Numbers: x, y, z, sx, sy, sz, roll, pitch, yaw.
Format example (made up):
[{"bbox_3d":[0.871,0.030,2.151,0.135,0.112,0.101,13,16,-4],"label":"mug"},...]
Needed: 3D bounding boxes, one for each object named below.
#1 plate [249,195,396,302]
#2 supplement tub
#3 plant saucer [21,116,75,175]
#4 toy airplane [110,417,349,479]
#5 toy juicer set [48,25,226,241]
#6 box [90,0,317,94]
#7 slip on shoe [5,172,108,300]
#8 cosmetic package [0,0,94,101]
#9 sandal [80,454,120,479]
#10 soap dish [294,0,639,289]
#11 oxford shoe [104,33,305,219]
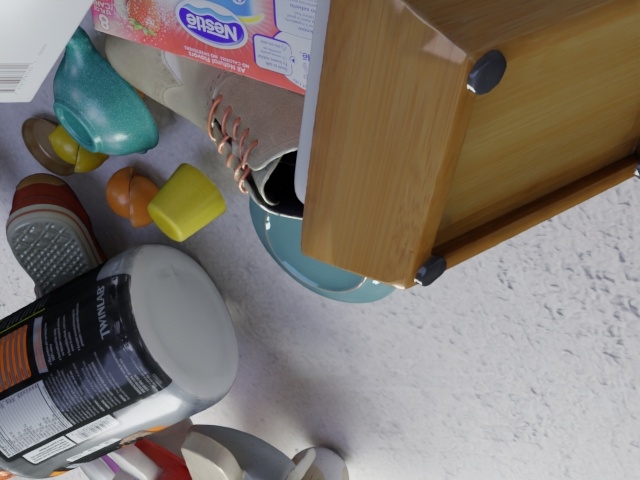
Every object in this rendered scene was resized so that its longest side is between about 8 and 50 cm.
[{"bbox_3d":[0.000,0.000,1.033,0.188,0.024,0.188,21,137,21],"label":"plate"},{"bbox_3d":[-0.285,0.157,1.175,0.338,0.207,0.207,-26,111,24],"label":"supplement tub"},{"bbox_3d":[-0.321,-0.115,1.174,0.083,0.015,0.083,20,137,20],"label":"plant saucer"},{"bbox_3d":[-0.093,0.353,1.276,0.384,0.272,0.386,59,165,-16],"label":"toy airplane"},{"bbox_3d":[-0.243,-0.145,1.047,0.329,0.089,0.209,54,157,-22],"label":"toy juicer set"},{"bbox_3d":[-0.029,-0.220,0.752,0.300,0.142,0.154,20,136,22],"label":"box"},{"bbox_3d":[-0.322,0.037,1.264,0.123,0.101,0.331,-10,144,-3],"label":"slip on shoe"},{"bbox_3d":[-0.220,-0.306,0.670,0.377,0.097,0.284,-36,68,50],"label":"cosmetic package"},{"bbox_3d":[-0.264,0.425,1.589,0.169,0.102,0.416,26,154,38],"label":"sandal"},{"bbox_3d":[0.128,-0.105,0.628,0.118,0.290,0.229,47,147,31],"label":"soap dish"},{"bbox_3d":[-0.047,-0.113,0.863,0.397,0.146,0.140,23,141,20],"label":"oxford shoe"}]
